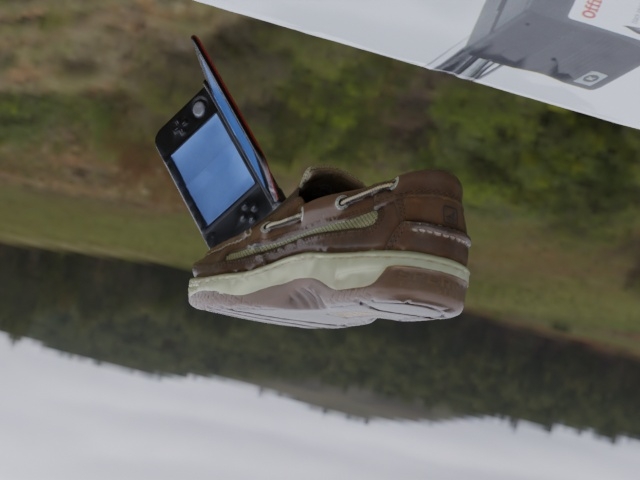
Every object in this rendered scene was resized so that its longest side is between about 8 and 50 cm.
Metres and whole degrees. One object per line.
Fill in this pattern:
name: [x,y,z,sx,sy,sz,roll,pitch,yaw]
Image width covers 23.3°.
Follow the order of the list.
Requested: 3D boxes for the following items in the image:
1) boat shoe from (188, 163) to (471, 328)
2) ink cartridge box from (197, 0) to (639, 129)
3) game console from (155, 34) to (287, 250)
boat shoe: [0.007,0.002,0.976,0.095,0.095,0.257,15,168,-36]
ink cartridge box: [0.092,-0.181,0.636,0.307,0.223,0.129,12,148,-29]
game console: [-0.096,-0.078,1.321,0.085,0.124,0.144,14,-139,-54]
